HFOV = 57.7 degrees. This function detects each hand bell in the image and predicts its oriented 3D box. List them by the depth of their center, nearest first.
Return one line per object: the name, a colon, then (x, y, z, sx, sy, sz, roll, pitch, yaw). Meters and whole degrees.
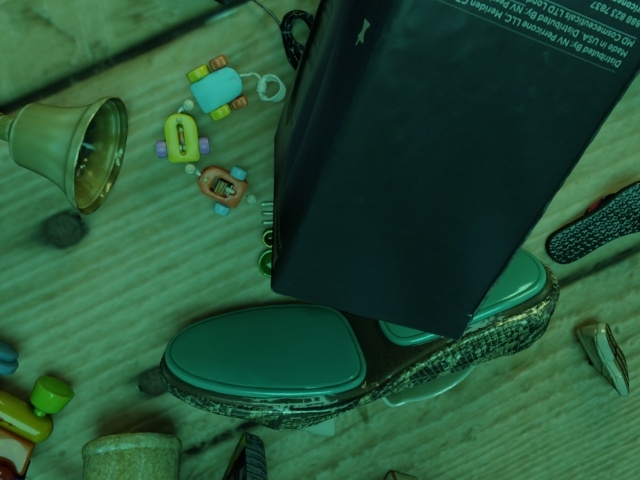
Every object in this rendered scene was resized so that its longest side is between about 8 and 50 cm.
hand bell: (-0.337, -0.120, 0.588, 0.242, 0.126, 0.126, 17, 103, -3)

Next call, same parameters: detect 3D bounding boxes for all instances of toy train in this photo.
toy train: (-0.110, -0.119, 0.648, 0.125, 0.046, 0.166, 20, 105, -16)
toy train: (-0.343, 0.228, 0.689, 0.248, 0.105, 0.143, 37, 84, -18)

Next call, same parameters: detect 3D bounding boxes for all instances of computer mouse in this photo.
computer mouse: (-0.073, -0.256, 0.613, 0.242, 0.041, 0.071, 38, 96, -19)

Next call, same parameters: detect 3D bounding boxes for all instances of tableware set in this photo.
tableware set: (0.000, 0.000, 0.713, 0.154, 0.024, 0.104, -2, 107, -10)

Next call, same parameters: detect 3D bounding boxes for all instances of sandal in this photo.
sandal: (0.381, -0.030, 0.768, 0.179, 0.040, 0.067, -29, 104, 15)

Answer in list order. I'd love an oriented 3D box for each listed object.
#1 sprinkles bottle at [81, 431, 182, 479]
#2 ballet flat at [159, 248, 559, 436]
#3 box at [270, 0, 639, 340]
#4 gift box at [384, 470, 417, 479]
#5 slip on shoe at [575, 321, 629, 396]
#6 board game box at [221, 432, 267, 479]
sprinkles bottle: (-0.212, 0.402, 0.636, 0.121, 0.355, 0.121, -6, 152, -3)
ballet flat: (0.062, 0.147, 0.712, 0.482, 0.164, 0.182, -14, 129, -7)
box: (0.079, -0.130, 0.505, 0.182, 0.296, 0.294, 15, 121, -13)
gift box: (0.161, 0.491, 0.764, 0.258, 0.276, 0.255, 22, 96, -14)
slip on shoe: (0.406, 0.171, 0.829, 0.041, 0.051, 0.135, -14, 124, 36)
board game box: (-0.102, 0.381, 0.720, 0.060, 0.194, 0.194, 21, 103, -15)
